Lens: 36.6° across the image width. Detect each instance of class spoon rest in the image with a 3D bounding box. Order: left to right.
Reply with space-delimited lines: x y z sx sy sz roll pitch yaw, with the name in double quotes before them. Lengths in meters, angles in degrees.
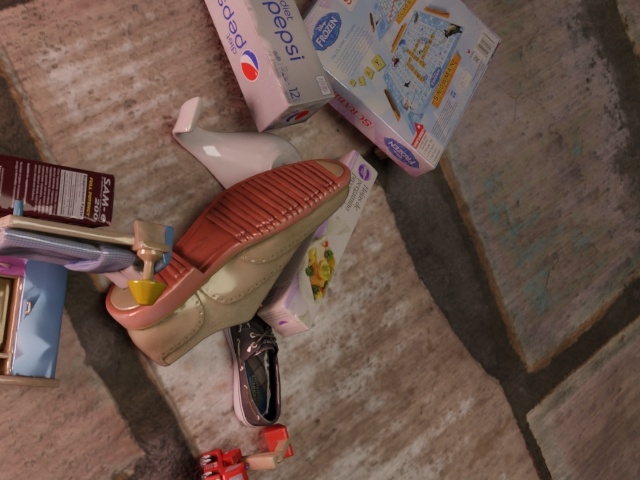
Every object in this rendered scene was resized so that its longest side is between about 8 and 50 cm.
"spoon rest" -0.121 -0.126 1.460 0.276 0.084 0.137 34 68 -43

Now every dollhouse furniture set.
"dollhouse furniture set" -0.360 0.068 1.117 0.286 0.303 0.198 11 79 -35

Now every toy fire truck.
"toy fire truck" -0.102 0.320 1.385 0.135 0.192 0.047 -15 94 -7

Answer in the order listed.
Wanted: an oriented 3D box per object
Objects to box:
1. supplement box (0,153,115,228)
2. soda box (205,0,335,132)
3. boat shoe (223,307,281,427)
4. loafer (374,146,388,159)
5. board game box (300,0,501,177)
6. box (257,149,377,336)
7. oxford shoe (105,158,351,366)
"supplement box" -0.395 -0.061 1.210 0.239 0.130 0.073 10 80 -36
"soda box" -0.088 -0.313 1.437 0.091 0.098 0.286 -18 81 -36
"boat shoe" -0.096 0.166 1.440 0.080 0.076 0.229 0 86 -36
"loafer" 0.156 -0.157 1.664 0.148 0.056 0.050 -17 90 -36
"board game box" 0.122 -0.324 1.610 0.318 0.066 0.319 40 59 -18
"box" 0.000 0.000 1.495 0.063 0.067 0.324 43 51 -25
"oxford shoe" -0.113 0.024 1.392 0.397 0.140 0.147 -34 127 -12
